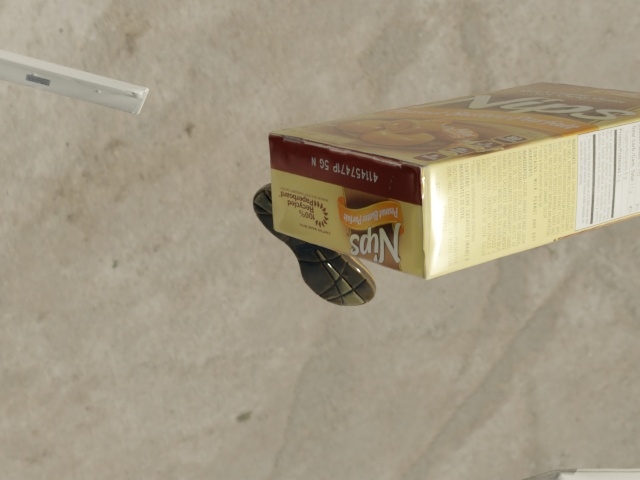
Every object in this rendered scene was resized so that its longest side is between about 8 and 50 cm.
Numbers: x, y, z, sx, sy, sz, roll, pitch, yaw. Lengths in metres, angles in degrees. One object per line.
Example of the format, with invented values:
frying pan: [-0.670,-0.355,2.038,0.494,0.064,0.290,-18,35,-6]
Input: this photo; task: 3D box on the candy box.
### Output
candy box: [0.138,-0.060,0.867,0.316,0.183,0.088,-15,111,-35]

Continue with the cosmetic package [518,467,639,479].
cosmetic package: [0.056,0.234,0.472,0.224,0.224,0.138,-22,159,30]

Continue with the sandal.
sandal: [0.000,0.000,1.293,0.090,0.060,0.219,-12,131,40]

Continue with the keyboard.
keyboard: [-0.336,-0.197,1.297,0.256,0.014,0.072,14,164,-15]
